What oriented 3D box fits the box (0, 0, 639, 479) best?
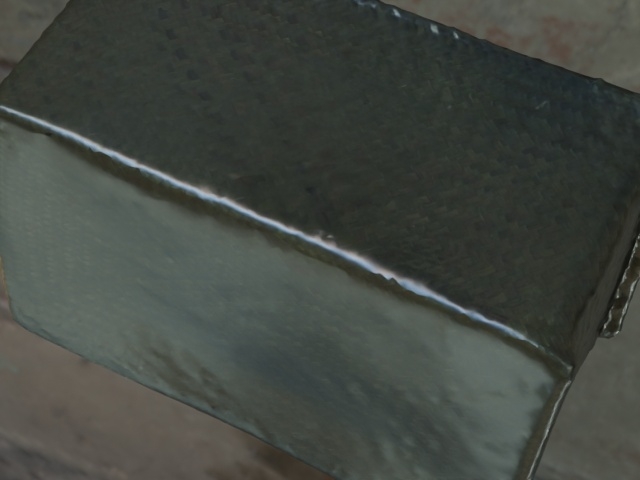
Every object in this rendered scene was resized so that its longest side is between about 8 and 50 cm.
[{"bbox_3d":[0.001,-0.002,0.679,0.273,0.143,0.184,23,147,13],"label":"box"}]
